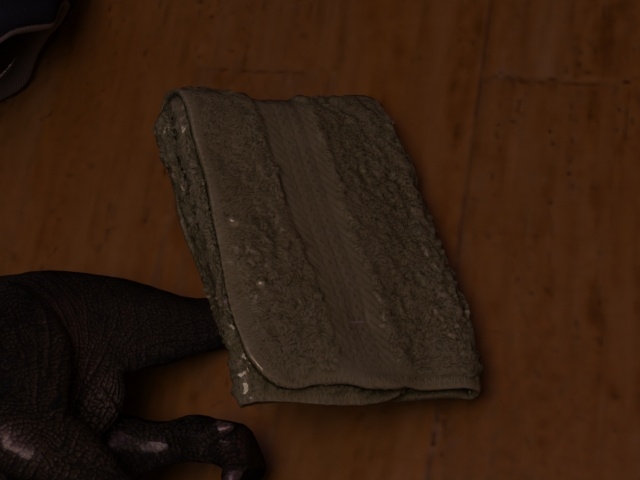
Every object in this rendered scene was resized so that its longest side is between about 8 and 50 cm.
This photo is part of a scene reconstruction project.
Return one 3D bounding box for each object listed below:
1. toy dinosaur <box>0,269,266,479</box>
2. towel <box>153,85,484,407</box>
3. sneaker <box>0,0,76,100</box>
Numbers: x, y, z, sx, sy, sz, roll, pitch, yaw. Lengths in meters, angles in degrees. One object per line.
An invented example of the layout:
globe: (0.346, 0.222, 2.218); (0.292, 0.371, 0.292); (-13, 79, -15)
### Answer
toy dinosaur: (-0.124, 0.084, 0.629); (0.160, 0.121, 0.313); (35, 79, 11)
towel: (0.000, 0.000, 0.671); (0.110, 0.027, 0.148); (0, 54, -28)
sneaker: (-0.212, -0.126, 0.730); (0.226, 0.086, 0.163); (-6, 73, -24)
